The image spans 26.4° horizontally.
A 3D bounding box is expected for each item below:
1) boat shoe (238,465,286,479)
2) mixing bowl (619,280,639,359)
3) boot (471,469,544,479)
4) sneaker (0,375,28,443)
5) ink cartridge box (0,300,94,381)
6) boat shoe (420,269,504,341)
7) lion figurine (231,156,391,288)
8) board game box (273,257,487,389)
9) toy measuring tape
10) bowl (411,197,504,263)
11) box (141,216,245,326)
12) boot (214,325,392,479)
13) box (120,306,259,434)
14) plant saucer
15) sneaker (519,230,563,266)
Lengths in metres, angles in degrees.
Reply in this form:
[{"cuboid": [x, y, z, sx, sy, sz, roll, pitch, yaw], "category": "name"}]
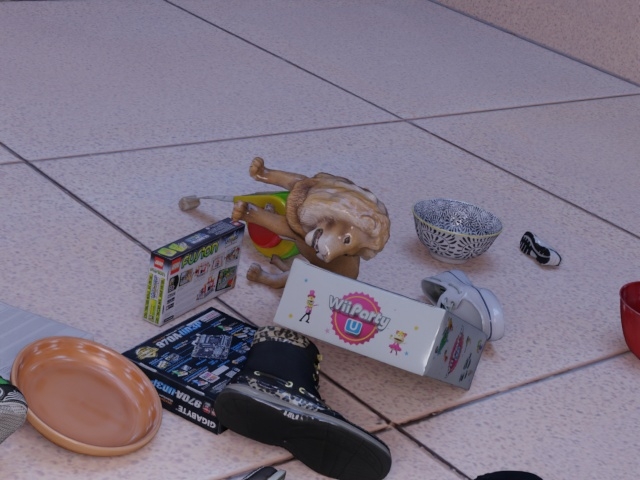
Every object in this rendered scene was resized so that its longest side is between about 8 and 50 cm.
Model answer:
[{"cuboid": [-0.110, 0.313, 1.538, 0.068, 0.081, 0.228, 22, 27, 16], "category": "boat shoe"}, {"cuboid": [0.562, 0.148, 2.211, 0.181, 0.098, 0.181, 9, 22, -4], "category": "mixing bowl"}, {"cuboid": [0.145, 0.339, 1.576, 0.246, 0.094, 0.207, -22, -9, 10], "category": "boot"}, {"cuboid": [-0.425, 0.266, 1.479, 0.146, 0.134, 0.343, 25, 34, 15], "category": "sneaker"}, {"cuboid": [-0.445, 0.144, 1.833, 0.224, 0.056, 0.181, 15, 22, 22], "category": "ink cartridge box"}, {"cuboid": [0.224, 0.110, 2.195, 0.075, 0.083, 0.226, -8, 15, -13], "category": "boat shoe"}, {"cuboid": [0.000, 0.000, 2.082, 0.240, 0.142, 0.392, 20, -15, 12], "category": "lion figurine"}, {"cuboid": [0.092, 0.120, 1.911, 0.224, 0.097, 0.303, 19, -4, 20], "category": "board game box"}, {"cuboid": [-0.114, -0.026, 2.355, 0.330, 0.121, 0.121, 0, 11, 40], "category": "toy measuring tape"}, {"cuboid": [0.239, -0.008, 2.456, 0.170, 0.080, 0.170, 9, 23, -4], "category": "bowl"}, {"cuboid": [-0.191, 0.045, 2.090, 0.036, 0.114, 0.207, 21, 24, 24], "category": "box"}, {"cuboid": [-0.007, 0.206, 1.774, 0.236, 0.085, 0.178, 23, 31, 0], "category": "boot"}, {"cuboid": [-0.146, 0.175, 1.885, 0.175, 0.051, 0.220, 23, 26, 23], "category": "box"}, {"cuboid": [-0.297, 0.200, 1.716, 0.200, 0.037, 0.200, 23, 29, -14], "category": "plant saucer"}, {"cuboid": [0.409, 0.019, 2.534, 0.043, 0.040, 0.109, 17, 20, -32], "category": "sneaker"}]
